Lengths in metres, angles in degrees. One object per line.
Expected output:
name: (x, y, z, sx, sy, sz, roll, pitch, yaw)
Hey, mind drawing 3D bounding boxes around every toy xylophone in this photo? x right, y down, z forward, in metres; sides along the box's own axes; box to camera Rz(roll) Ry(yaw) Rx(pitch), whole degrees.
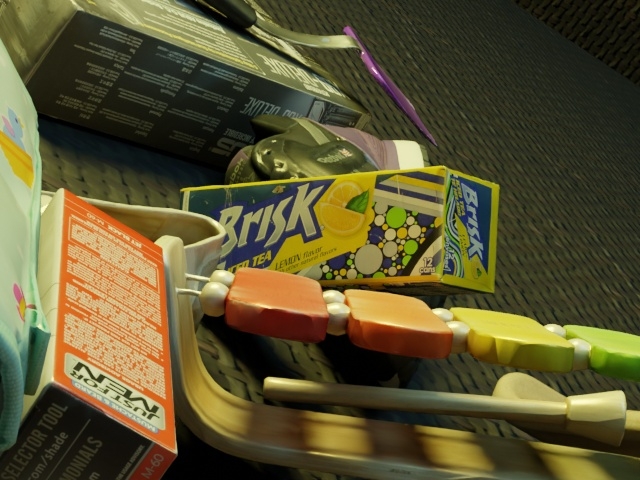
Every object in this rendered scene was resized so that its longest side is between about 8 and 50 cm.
toy xylophone: (0.068, 0.059, 0.846, 0.322, 0.081, 0.236, 8, 3, -9)

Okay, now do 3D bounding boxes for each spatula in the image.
spatula: (-0.025, -0.144, 1.257, 0.296, 0.030, 0.084, 27, 21, -34)

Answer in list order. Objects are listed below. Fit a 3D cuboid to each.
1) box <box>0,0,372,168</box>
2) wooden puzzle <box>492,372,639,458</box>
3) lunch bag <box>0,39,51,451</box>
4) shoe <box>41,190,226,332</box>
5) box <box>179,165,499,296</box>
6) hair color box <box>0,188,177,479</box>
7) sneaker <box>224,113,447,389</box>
box: (-0.138, -0.154, 1.245, 0.242, 0.076, 0.307, 47, 18, 31)
wooden puzzle: (0.299, 0.184, 1.046, 0.322, 0.080, 0.348, 31, -14, -34)
lunch bag: (-0.208, -0.035, 0.596, 0.262, 0.160, 0.223, 26, 17, -17)
shoe: (-0.123, -0.001, 0.862, 0.076, 0.058, 0.219, 47, 18, 32)
box: (0.006, 0.000, 0.969, 0.169, 0.059, 0.054, -3, -12, 35)
hair color box: (-0.099, 0.058, 0.681, 0.053, 0.093, 0.167, 32, 17, -17)
sneaker: (0.000, 0.000, 1.106, 0.124, 0.107, 0.283, 19, 15, -11)
